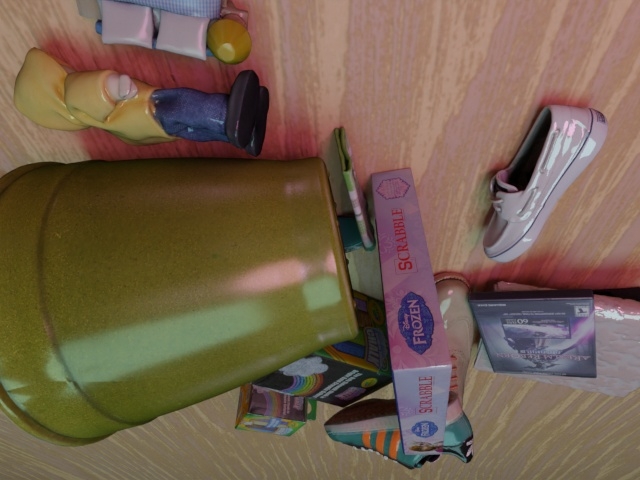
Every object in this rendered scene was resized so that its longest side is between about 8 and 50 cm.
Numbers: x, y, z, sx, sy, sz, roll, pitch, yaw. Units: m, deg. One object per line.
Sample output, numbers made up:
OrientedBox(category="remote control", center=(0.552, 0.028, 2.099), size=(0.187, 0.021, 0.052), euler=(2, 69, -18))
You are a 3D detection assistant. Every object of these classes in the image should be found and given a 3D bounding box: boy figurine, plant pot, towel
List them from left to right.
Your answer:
OrientedBox(category="boy figurine", center=(-0.206, -0.156, 0.469), size=(0.286, 0.177, 0.092), euler=(11, 94, 9))
OrientedBox(category="plant pot", center=(-0.141, 0.041, 0.533), size=(0.354, 0.366, 0.366), euler=(-12, 137, 4))
OrientedBox(category="towel", center=(0.051, -0.070, 0.571), size=(0.023, 0.113, 0.151), euler=(-15, 135, 7))
OrientedBox(category="towel", center=(0.507, 0.208, 0.834), size=(0.333, 0.053, 0.316), euler=(7, 139, 15))

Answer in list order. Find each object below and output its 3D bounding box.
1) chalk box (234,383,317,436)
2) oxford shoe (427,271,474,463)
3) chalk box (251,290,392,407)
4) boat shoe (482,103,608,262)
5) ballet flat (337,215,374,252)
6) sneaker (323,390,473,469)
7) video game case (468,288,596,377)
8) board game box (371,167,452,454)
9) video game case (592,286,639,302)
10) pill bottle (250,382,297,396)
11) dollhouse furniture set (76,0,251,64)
OrientedBox(category="chalk box", center=(-0.114, 0.462, 1.144), size=(0.213, 0.132, 0.132), euler=(18, 134, -17))
OrientedBox(category="oxford shoe", center=(0.251, 0.261, 0.821), size=(0.141, 0.146, 0.396), euler=(1, 108, -1))
OrientedBox(category="chalk box", center=(0.032, 0.218, 0.843), size=(0.289, 0.179, 0.180), euler=(24, 132, -25))
OrientedBox(category="boat shoe", center=(0.290, -0.076, 0.589), size=(0.085, 0.095, 0.257), euler=(12, 126, -6))
OrientedBox(category="ballet flat", center=(0.000, 0.000, 0.696), size=(0.189, 0.070, 0.070), euler=(-6, 137, 10))
OrientedBox(category="sneaker", center=(0.137, 0.370, 0.764), size=(0.302, 0.120, 0.108), euler=(-24, 174, 37))
OrientedBox(category="video game case", center=(0.418, 0.188, 0.791), size=(0.196, 0.026, 0.274), euler=(-7, 133, 30))
OrientedBox(category="board game box", center=(0.133, 0.113, 0.621), size=(0.066, 0.317, 0.318), euler=(-6, 137, 9))
OrientedBox(category="video game case", center=(0.549, 0.205, 0.927), size=(0.249, 0.035, 0.274), euler=(-4, 137, 5))
OrientedBox(category="pill bottle", center=(-0.092, 0.287, 0.953), size=(0.246, 0.130, 0.130), euler=(28, 131, -28))
OrientedBox(category="dollhouse furniture set", center=(-0.195, -0.270, 0.289), size=(0.304, 0.198, 0.286), euler=(8, 137, -9))
